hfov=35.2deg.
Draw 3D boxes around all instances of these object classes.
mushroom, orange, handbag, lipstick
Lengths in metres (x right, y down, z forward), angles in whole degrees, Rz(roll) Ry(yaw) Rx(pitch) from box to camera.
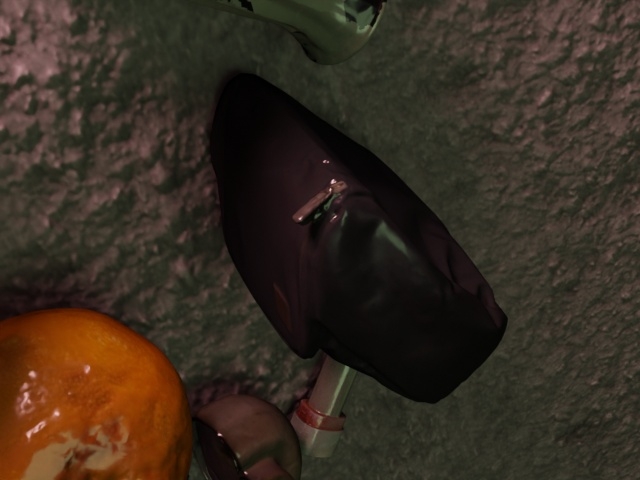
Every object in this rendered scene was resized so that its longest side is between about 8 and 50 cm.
[{"bbox_3d":[-0.078,0.250,1.168,0.117,0.141,0.188,-46,139,-32],"label":"mushroom"},{"bbox_3d":[-0.249,0.191,0.950,0.261,0.261,0.261,-16,125,-25],"label":"orange"},{"bbox_3d":[-0.001,0.003,0.965,0.275,0.302,0.178,30,104,-39],"label":"handbag"},{"bbox_3d":[0.018,0.171,1.237,0.063,0.057,0.186,14,103,-38],"label":"lipstick"}]

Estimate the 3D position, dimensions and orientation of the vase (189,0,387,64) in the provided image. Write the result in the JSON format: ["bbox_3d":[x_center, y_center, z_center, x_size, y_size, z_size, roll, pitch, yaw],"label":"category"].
[{"bbox_3d":[-0.101,-0.260,0.837,0.360,0.165,0.165,19,105,-43],"label":"vase"}]

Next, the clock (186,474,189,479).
[{"bbox_3d":[-0.231,0.330,1.150,0.144,0.073,0.193,-11,122,-28],"label":"clock"}]
